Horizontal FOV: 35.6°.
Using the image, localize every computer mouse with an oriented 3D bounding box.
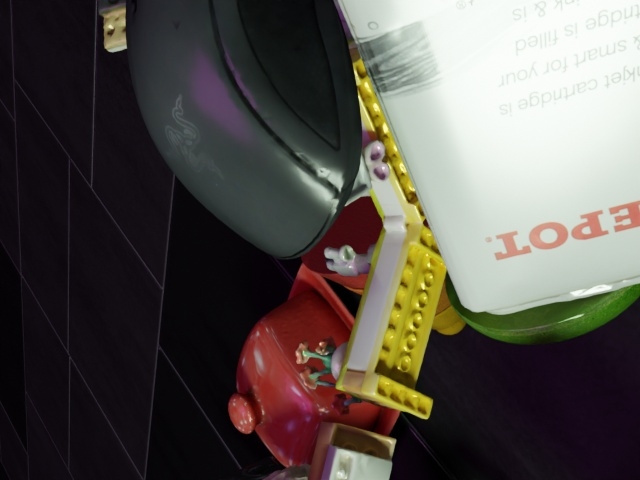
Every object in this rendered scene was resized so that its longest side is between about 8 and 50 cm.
[{"bbox_3d":[-0.069,-0.107,0.420,0.184,0.060,0.262,-29,68,56],"label":"computer mouse"}]

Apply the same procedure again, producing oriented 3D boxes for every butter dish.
[{"bbox_3d":[-0.024,0.129,0.850,0.160,0.118,0.160,52,145,29],"label":"butter dish"}]

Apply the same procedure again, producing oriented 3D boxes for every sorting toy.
[{"bbox_3d":[0.139,0.037,0.591,0.365,0.127,0.126,14,146,52],"label":"sorting toy"}]

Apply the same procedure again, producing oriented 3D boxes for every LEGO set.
[{"bbox_3d":[0.000,0.000,0.537,0.107,0.132,0.287,1,104,46],"label":"LEGO set"}]

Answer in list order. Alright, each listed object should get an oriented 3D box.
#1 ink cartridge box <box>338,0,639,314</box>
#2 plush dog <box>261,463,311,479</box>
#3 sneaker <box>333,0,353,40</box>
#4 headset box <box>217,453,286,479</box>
[{"bbox_3d":[0.104,-0.127,0.349,0.197,0.114,0.273,-15,120,17],"label":"ink cartridge box"},{"bbox_3d":[0.052,0.299,0.798,0.225,0.210,0.262,132,129,-76],"label":"plush dog"},{"bbox_3d":[0.042,-0.231,0.546,0.366,0.137,0.210,-25,84,54],"label":"sneaker"},{"bbox_3d":[-0.066,0.262,1.023,0.062,0.083,0.032,31,131,49],"label":"headset box"}]
